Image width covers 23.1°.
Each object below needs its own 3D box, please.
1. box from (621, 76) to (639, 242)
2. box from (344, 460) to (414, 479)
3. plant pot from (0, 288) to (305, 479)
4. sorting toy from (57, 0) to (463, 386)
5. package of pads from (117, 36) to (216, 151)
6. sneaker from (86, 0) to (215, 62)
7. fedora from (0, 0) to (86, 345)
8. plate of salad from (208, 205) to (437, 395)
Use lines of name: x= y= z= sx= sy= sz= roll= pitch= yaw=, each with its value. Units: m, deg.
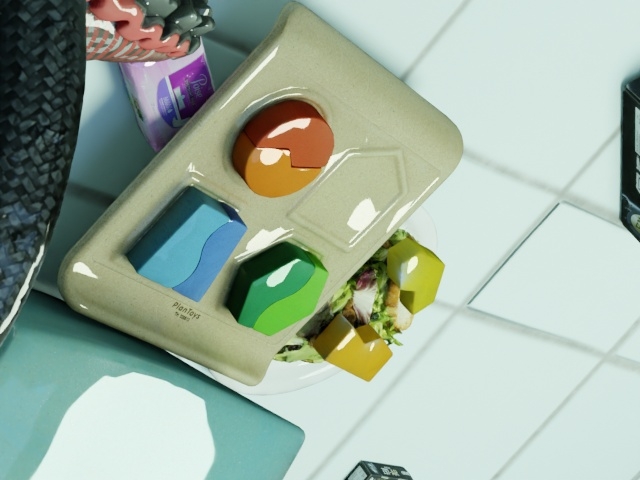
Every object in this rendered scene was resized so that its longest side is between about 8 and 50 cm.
box: x=0.323 y=-0.076 z=1.257 sx=0.147 sy=0.077 sz=0.180 roll=-29 pitch=144 yaw=-11
box: x=0.036 y=0.236 z=1.409 sx=0.067 sy=0.018 sz=0.083 roll=17 pitch=118 yaw=-49
plant pot: x=-0.164 y=0.123 z=0.961 sx=0.234 sy=0.166 sz=0.165 roll=38 pitch=80 yaw=-50
sorting toy: x=0.000 y=0.000 z=1.030 sx=0.229 sy=0.041 sz=0.307 roll=-50 pitch=141 yaw=8
package of pads: x=-0.090 y=-0.096 z=0.924 sx=0.050 sy=0.032 sz=0.083 roll=-29 pitch=144 yaw=-12
sneaker: x=-0.162 y=-0.131 z=0.773 sx=0.135 sy=0.097 sz=0.276 roll=-28 pitch=163 yaw=23
fedora: x=-0.223 y=-0.059 z=0.570 sx=0.334 sy=0.334 sz=0.152 roll=-41 pitch=180 yaw=5
plate of salad: x=0.007 y=0.048 z=1.152 sx=0.200 sy=0.048 sz=0.199 roll=-23 pitch=143 yaw=-19
